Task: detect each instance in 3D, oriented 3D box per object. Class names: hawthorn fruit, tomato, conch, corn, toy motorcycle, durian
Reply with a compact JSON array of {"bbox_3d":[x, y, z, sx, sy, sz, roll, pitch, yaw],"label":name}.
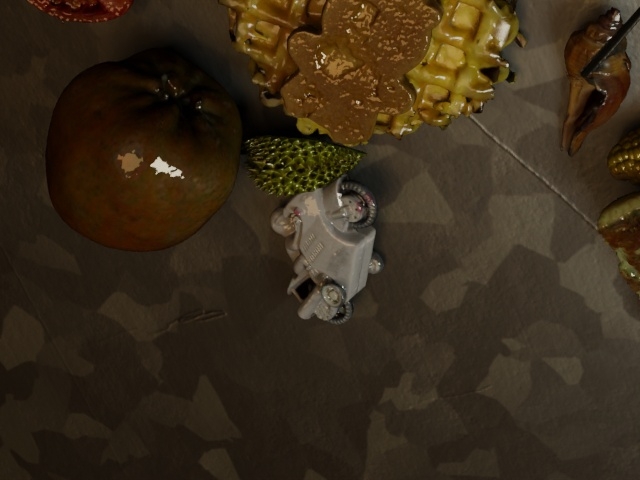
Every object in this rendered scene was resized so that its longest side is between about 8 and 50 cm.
[{"bbox_3d":[-0.258,-0.106,1.918,0.268,0.268,0.301,33,125,1],"label":"hawthorn fruit"},{"bbox_3d":[-0.329,-0.389,1.897,0.174,0.082,0.166,2,123,16],"label":"tomato"},{"bbox_3d":[0.351,-0.200,1.745,0.080,0.086,0.232,-21,130,-12],"label":"conch"},{"bbox_3d":[0.488,-0.120,1.723,0.262,0.097,0.097,-13,113,28],"label":"corn"},{"bbox_3d":[0.000,0.000,1.987,0.171,0.110,0.260,31,134,22],"label":"toy motorcycle"},{"bbox_3d":[-0.046,-0.113,1.925,0.215,0.100,0.086,6,111,26],"label":"durian"}]

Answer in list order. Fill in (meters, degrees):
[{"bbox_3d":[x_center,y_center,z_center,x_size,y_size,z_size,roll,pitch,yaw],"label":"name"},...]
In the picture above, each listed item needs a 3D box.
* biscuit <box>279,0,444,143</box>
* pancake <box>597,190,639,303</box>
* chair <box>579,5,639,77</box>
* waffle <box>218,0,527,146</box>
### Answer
[{"bbox_3d":[0.051,-0.239,1.762,0.184,0.035,0.249,28,123,-3],"label":"biscuit"},{"bbox_3d":[0.574,0.017,1.747,0.427,0.067,0.305,-4,138,14],"label":"pancake"},{"bbox_3d":[0.441,-0.258,1.604,0.172,0.159,0.247,51,124,38],"label":"chair"},{"bbox_3d":[0.061,-0.302,1.791,0.382,0.095,0.379,-14,113,25],"label":"waffle"}]
